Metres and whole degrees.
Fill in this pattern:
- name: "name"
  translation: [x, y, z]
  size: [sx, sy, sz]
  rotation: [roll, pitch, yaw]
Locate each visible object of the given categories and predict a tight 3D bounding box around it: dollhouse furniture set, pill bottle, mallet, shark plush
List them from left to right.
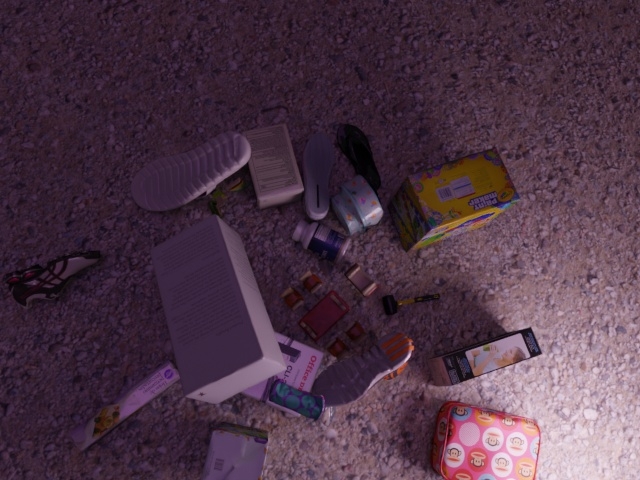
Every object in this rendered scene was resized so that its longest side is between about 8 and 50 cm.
- name: "dollhouse furniture set"
  translation: [-0.280, -0.131, 1.614]
  size: [0.152, 0.076, 0.058]
  rotation: [-31, 76, 17]
- name: "pill bottle"
  translation: [0.000, 0.000, 1.617]
  size: [0.169, 0.094, 0.094]
  rotation: [25, 75, 2]
- name: "shark plush"
  translation: [0.040, 0.468, 1.539]
  size: [0.067, 0.073, 0.161]
  rotation: [43, 54, -14]
- name: "dollhouse furniture set"
  translation: [0.050, 0.193, 1.576]
  size: [0.259, 0.135, 0.262]
  rotation: [-42, 83, -2]
- name: "mallet"
  translation: [0.289, 0.200, 1.627]
  size: [0.190, 0.039, 0.062]
  rotation: [-2, 76, -10]

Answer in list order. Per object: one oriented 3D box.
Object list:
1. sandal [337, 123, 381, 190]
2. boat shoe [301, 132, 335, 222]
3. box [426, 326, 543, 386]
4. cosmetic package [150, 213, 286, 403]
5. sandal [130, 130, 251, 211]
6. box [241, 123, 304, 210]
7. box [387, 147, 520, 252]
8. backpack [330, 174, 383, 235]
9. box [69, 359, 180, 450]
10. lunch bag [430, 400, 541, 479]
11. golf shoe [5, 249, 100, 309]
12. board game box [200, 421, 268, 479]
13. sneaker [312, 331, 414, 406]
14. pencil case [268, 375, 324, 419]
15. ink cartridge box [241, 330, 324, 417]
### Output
- name: "sandal"
  translation: [0.137, -0.283, 1.723]
  size: [0.097, 0.054, 0.254]
  rotation: [-23, 79, -11]
- name: "boat shoe"
  translation: [-0.021, -0.201, 1.665]
  size: [0.109, 0.094, 0.302]
  rotation: [11, 68, -17]
- name: "box"
  translation: [0.482, 0.349, 1.540]
  size: [0.290, 0.169, 0.087]
  rotation: [-16, 75, -8]
- name: "cosmetic package"
  translation: [-0.287, 0.181, 1.414]
  size: [0.230, 0.161, 0.453]
  rotation: [-27, 60, 7]
- name: "sandal"
  translation: [-0.395, -0.199, 1.616]
  size: [0.417, 0.102, 0.169]
  rotation: [-20, 79, 11]
- name: "box"
  translation: [-0.154, -0.232, 1.645]
  size: [0.149, 0.127, 0.232]
  rotation: [-13, 78, -9]
- name: "box"
  translation: [0.394, -0.116, 1.590]
  size: [0.290, 0.279, 0.177]
  rotation: [-19, 78, -9]
- name: "backpack"
  translation: [0.114, -0.109, 1.607]
  size: [0.144, 0.188, 0.165]
  rotation: [-27, 81, -12]
- name: "box"
  translation: [-0.543, 0.463, 1.461]
  size: [0.324, 0.067, 0.063]
  rotation: [-36, 83, -14]
- name: "lunch bag"
  translation: [0.475, 0.618, 1.492]
  size: [0.293, 0.120, 0.258]
  rotation: [14, 75, -2]
- name: "golf shoe"
  translation: [-0.772, 0.106, 1.525]
  size: [0.273, 0.105, 0.120]
  rotation: [-21, 94, -4]
- name: "board game box"
  translation: [-0.218, 0.571, 1.356]
  size: [0.142, 0.275, 0.144]
  rotation: [12, 75, -3]
- name: "sneaker"
  translation: [0.140, 0.389, 1.500]
  size: [0.321, 0.180, 0.124]
  rotation: [-30, 64, 6]
- name: "pencil case"
  translation: [-0.063, 0.428, 1.400]
  size: [0.152, 0.064, 0.070]
  rotation: [21, 92, -1]
- name: "ink cartridge box"
  translation: [-0.147, 0.366, 1.498]
  size: [0.273, 0.114, 0.197]
  rotation: [23, 75, -1]
